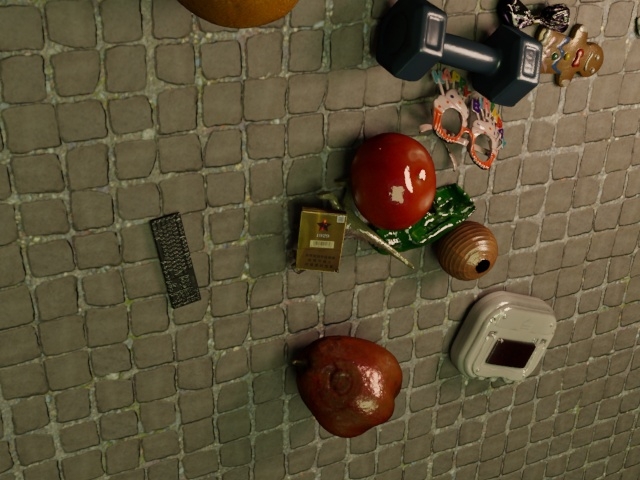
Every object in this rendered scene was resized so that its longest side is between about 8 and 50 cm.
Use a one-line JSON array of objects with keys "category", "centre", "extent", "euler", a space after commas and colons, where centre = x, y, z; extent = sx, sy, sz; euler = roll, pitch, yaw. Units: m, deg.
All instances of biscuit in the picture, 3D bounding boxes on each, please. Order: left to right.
[{"category": "biscuit", "centre": [0.535, -0.398, 1.766], "extent": [0.205, 0.031, 0.138], "euler": [4, 113, -31]}]

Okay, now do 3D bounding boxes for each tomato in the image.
[{"category": "tomato", "centre": [0.147, -0.118, 1.621], "extent": [0.195, 0.136, 0.195], "euler": [7, 80, -40]}]

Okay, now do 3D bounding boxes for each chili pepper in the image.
[{"category": "chili pepper", "centre": [0.221, -0.038, 1.766], "extent": [0.253, 0.083, 0.099], "euler": [-26, 113, -16]}]

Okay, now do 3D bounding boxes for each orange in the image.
[{"category": "orange", "centre": [-0.125, -0.453, 1.254], "extent": [0.264, 0.264, 0.264], "euler": [-12, 121, -22]}]

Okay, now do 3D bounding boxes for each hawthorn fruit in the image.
[{"category": "hawthorn fruit", "centre": [0.046, 0.301, 1.782], "extent": [0.261, 0.224, 0.224], "euler": [35, 97, -21]}]

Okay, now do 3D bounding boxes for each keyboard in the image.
[{"category": "keyboard", "centre": [-0.279, 0.042, 1.586], "extent": [0.061, 0.013, 0.204], "euler": [-19, 123, -17]}]

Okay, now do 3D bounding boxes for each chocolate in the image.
[{"category": "chocolate", "centre": [0.427, -0.455, 1.662], "extent": [0.147, 0.070, 0.072], "euler": [5, 87, -7]}]

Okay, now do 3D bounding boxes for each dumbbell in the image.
[{"category": "dumbbell", "centre": [0.268, -0.358, 1.568], "extent": [0.324, 0.144, 0.160], "euler": [6, 148, -31]}]

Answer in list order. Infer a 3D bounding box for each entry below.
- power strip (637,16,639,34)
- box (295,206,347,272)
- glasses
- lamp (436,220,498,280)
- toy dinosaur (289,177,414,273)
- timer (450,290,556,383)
[{"category": "power strip", "centre": [0.733, -0.472, 1.833], "extent": [0.055, 0.035, 0.083], "euler": [-43, 114, -1]}, {"category": "box", "centre": [0.000, 0.000, 1.625], "extent": [0.090, 0.023, 0.133], "euler": [3, 119, -6]}, {"category": "glasses", "centre": [0.292, -0.245, 1.705], "extent": [0.255, 0.095, 0.162], "euler": [32, 71, -35]}, {"category": "lamp", "centre": [0.326, 0.024, 1.822], "extent": [0.136, 0.136, 0.136], "euler": [-12, 121, -22]}, {"category": "toy dinosaur", "centre": [0.057, -0.023, 1.671], "extent": [0.251, 0.072, 0.200], "euler": [-10, 110, -14]}, {"category": "timer", "centre": [0.461, 0.247, 2.040], "extent": [0.262, 0.087, 0.237], "euler": [12, 110, -31]}]
